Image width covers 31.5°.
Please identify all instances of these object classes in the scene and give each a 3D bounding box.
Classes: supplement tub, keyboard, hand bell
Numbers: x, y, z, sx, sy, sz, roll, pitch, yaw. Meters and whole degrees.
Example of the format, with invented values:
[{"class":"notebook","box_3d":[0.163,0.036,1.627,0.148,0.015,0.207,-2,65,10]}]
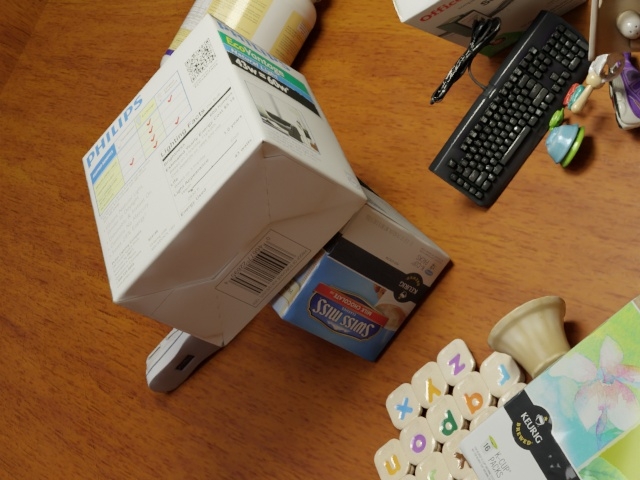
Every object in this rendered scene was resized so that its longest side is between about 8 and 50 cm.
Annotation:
[{"class":"supplement tub","box_3d":[-0.156,-0.435,2.356,0.241,0.241,0.331,27,87,51]},{"class":"keyboard","box_3d":[0.282,-0.231,1.822,0.317,0.202,0.033,-55,5,5]},{"class":"hand bell","box_3d":[0.344,0.207,1.567,0.126,0.126,0.242,-42,55,20]}]

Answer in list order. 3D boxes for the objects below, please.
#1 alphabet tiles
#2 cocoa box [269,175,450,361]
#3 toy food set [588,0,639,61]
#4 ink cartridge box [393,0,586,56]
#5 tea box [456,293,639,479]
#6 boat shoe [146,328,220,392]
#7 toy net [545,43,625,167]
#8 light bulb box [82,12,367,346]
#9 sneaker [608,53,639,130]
[{"class":"alphabet tiles","box_3d":[0.202,0.295,1.699,0.284,0.021,0.278,-43,42,18]},{"class":"cocoa box","box_3d":[0.000,0.000,1.928,0.228,0.231,0.347,-54,39,7]},{"class":"toy food set","box_3d":[0.520,-0.352,1.530,0.306,0.219,0.092,-1,24,5]},{"class":"ink cartridge box","box_3d":[0.268,-0.421,1.851,0.211,0.289,0.121,-28,71,33]},{"class":"tea box","box_3d":[0.397,0.288,1.318,0.323,0.220,0.329,-43,50,17]},{"class":"boat shoe","box_3d":[-0.252,0.186,2.183,0.258,0.095,0.084,-40,47,20]},{"class":"toy net","box_3d":[0.409,-0.222,1.723,0.232,0.045,0.122,-63,0,43]},{"class":"light bulb box","box_3d":[-0.167,-0.097,1.802,0.358,0.225,0.361,-45,40,20]},{"class":"sneaker","box_3d":[0.476,-0.231,1.725,0.071,0.068,0.169,-7,50,8]}]
